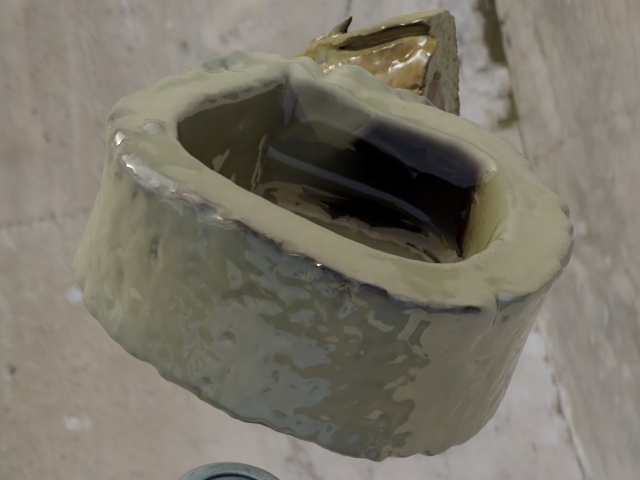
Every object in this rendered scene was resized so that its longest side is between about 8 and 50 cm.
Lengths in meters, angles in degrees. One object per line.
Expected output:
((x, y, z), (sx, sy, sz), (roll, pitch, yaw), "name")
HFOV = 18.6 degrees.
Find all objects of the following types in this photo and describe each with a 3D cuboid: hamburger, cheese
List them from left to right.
((0.000, -0.053, 1.676), (0.209, 0.162, 0.330), (15, 110, 18), "hamburger")
((0.000, 0.001, 1.399), (0.332, 0.292, 0.153), (24, 122, 4), "cheese")

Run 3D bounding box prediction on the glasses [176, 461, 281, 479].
((-0.100, 0.321, 1.506), (0.118, 0.268, 0.234), (20, 46, 10), "glasses")
